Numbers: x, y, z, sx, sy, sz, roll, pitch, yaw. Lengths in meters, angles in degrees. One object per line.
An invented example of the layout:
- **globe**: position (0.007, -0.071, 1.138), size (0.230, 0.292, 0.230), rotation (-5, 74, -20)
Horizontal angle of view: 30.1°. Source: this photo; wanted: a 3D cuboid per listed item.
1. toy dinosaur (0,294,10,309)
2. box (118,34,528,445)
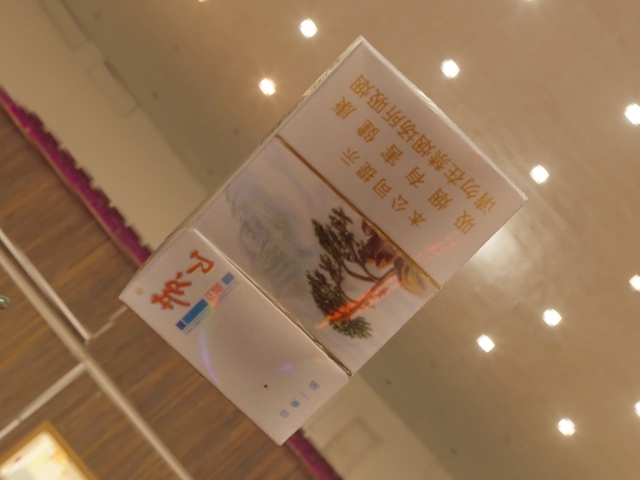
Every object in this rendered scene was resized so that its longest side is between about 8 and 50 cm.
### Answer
- **toy dinosaur**: position (-0.363, -0.030, 1.136), size (0.079, 0.120, 0.292), rotation (40, 24, -42)
- **box**: position (-0.001, 0.000, 0.782), size (0.149, 0.233, 0.067), rotation (43, 10, -6)
